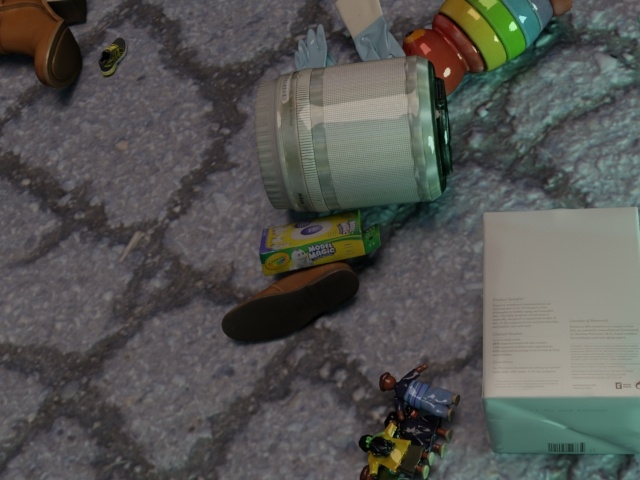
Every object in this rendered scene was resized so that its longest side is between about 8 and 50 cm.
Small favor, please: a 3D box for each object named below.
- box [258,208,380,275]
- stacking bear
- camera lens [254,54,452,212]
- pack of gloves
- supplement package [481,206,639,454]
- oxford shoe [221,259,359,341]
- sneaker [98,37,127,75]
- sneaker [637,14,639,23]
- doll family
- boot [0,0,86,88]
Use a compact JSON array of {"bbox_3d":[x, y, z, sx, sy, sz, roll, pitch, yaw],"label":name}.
[{"bbox_3d":[0.000,0.000,1.552,0.179,0.043,0.105,-11,21,4],"label":"box"},{"bbox_3d":[0.249,-0.345,1.673,0.289,0.164,0.175,-40,27,1],"label":"stacking bear"},{"bbox_3d":[0.056,-0.158,1.559,0.274,0.219,0.219,-5,58,10],"label":"camera lens"},{"bbox_3d":[0.054,-0.298,1.730,0.195,0.046,0.232,-35,56,26],"label":"pack of gloves"},{"bbox_3d":[0.315,0.120,1.340,0.199,0.198,0.263,-2,59,13],"label":"supplement package"},{"bbox_3d":[-0.048,0.087,1.535,0.212,0.076,0.076,-22,29,-2],"label":"oxford shoe"},{"bbox_3d":[-0.379,-0.341,1.885,0.031,0.035,0.083,8,61,17],"label":"sneaker"},{"bbox_3d":[0.567,-0.379,1.691,0.098,0.038,0.069,2,57,3],"label":"sneaker"},{"bbox_3d":[0.109,0.258,1.382,0.111,0.076,0.193,16,59,26],"label":"doll family"},{"bbox_3d":[-0.557,-0.371,1.899,0.220,0.109,0.284,-8,55,6],"label":"boot"}]
